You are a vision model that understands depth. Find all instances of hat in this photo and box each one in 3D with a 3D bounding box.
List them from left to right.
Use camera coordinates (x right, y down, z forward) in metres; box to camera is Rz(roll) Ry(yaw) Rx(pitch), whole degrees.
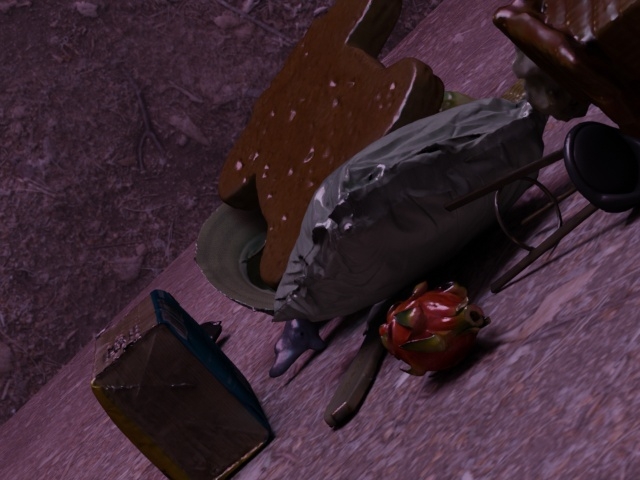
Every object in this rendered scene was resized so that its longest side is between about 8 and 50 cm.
[{"bbox_3d":[-0.041,0.044,2.150,0.252,0.252,0.110,-50,-30,-37],"label":"hat"}]

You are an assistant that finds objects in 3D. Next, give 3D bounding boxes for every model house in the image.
[{"bbox_3d":[0.295,-0.192,1.440,0.229,0.199,0.219,-32,33,49],"label":"model house"}]

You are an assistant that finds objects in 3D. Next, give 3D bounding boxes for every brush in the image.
[{"bbox_3d":[0.062,0.105,1.752,0.085,0.020,0.336,-37,11,29],"label":"brush"}]

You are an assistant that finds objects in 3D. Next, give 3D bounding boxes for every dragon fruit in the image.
[{"bbox_3d":[0.108,0.079,1.482,0.116,0.081,0.086,-30,17,41],"label":"dragon fruit"}]

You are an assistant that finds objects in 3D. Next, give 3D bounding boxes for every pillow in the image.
[{"bbox_3d":[0.091,-0.031,1.733,0.310,0.138,0.283,-30,-11,-29],"label":"pillow"}]

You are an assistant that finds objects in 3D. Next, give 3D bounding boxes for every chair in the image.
[{"bbox_3d":[0.218,-0.043,1.525,0.221,0.095,0.104,-31,26,49],"label":"chair"}]

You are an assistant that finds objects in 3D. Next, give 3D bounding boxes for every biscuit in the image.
[{"bbox_3d":[0.021,-0.140,2.020,0.368,0.076,0.394,-54,27,12],"label":"biscuit"},{"bbox_3d":[0.330,-0.253,2.261,0.231,0.016,0.139,-42,8,3],"label":"biscuit"}]

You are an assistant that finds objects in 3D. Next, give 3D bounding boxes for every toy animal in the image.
[{"bbox_3d":[0.030,0.000,2.027,0.206,0.081,0.367,-20,40,21],"label":"toy animal"}]

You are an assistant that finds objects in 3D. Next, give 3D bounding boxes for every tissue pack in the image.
[{"bbox_3d":[-0.172,0.175,1.888,0.134,0.192,0.271,-42,8,-1],"label":"tissue pack"}]

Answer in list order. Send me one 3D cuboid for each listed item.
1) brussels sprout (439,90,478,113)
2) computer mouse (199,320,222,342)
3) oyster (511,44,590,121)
[{"bbox_3d":[0.164,-0.109,1.975,0.149,0.151,0.122,2,74,55],"label":"brussels sprout"},{"bbox_3d":[-0.217,0.183,2.486,0.172,0.057,0.099,-30,9,5],"label":"computer mouse"},{"bbox_3d":[0.335,-0.266,1.594,0.351,0.115,0.238,-30,-26,10],"label":"oyster"}]
